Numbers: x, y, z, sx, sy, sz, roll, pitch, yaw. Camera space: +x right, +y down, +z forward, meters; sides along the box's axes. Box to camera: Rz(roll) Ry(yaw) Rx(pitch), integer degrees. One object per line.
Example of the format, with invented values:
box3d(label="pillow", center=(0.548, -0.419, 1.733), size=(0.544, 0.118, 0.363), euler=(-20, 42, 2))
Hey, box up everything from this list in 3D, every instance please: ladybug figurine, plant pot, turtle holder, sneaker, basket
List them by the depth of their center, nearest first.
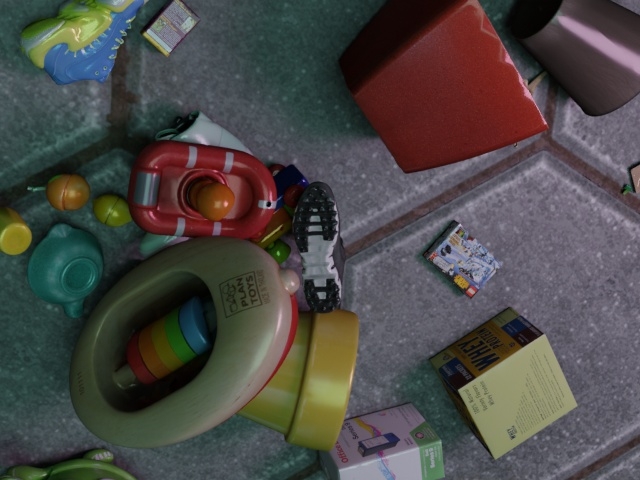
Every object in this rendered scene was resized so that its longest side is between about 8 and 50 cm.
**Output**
box3d(label="sneaker", center=(-0.339, -0.326, 1.379), size=(0.240, 0.091, 0.126), euler=(-30, 133, -6))
box3d(label="ladybug figurine", center=(-0.203, 0.164, 1.401), size=(0.450, 0.305, 0.162), euler=(-27, 152, 25))
box3d(label="plant pot", center=(0.181, -0.266, 1.465), size=(0.236, 0.267, 0.267), euler=(-32, 116, 11))
box3d(label="sneaker", center=(-0.247, -0.098, 1.468), size=(0.256, 0.094, 0.151), euler=(-51, 121, -6))
box3d(label="sneaker", center=(0.000, 0.000, 1.511), size=(0.078, 0.106, 0.234), euler=(-1, 115, 8))
box3d(label="turtle holder", center=(-0.420, 0.503, 1.554), size=(0.244, 0.227, 0.320), euler=(-18, 113, -10))
box3d(label="basket", center=(0.461, -0.352, 1.555), size=(0.227, 0.154, 0.204), euler=(28, 128, -26))
box3d(label="plant pot", center=(-0.075, 0.228, 1.568), size=(0.239, 0.254, 0.253), euler=(11, 105, -5))

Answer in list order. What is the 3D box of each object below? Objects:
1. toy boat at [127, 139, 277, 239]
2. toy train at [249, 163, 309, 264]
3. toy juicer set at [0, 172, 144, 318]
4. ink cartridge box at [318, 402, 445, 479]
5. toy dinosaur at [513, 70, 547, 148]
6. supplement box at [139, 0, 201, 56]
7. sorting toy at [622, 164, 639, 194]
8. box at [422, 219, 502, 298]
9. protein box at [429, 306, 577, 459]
box3d(label="toy boat", center=(-0.174, -0.068, 1.372), size=(0.231, 0.151, 0.150), euler=(5, 102, -26))
box3d(label="toy train", center=(-0.107, -0.007, 1.550), size=(0.248, 0.105, 0.143), euler=(-38, 128, -2))
box3d(label="toy juicer set", center=(-0.394, 0.021, 1.482), size=(0.209, 0.090, 0.329), euler=(-46, 132, -17))
box3d(label="ink cartridge box", center=(0.113, 0.414, 1.729), size=(0.213, 0.154, 0.093), euler=(-13, 112, -12))
box3d(label="toy dinosaur", center=(0.373, -0.265, 1.638), size=(0.093, 0.053, 0.183), euler=(30, 85, -42))
box3d(label="supplement box", center=(-0.240, -0.343, 1.413), size=(0.083, 0.043, 0.055), euler=(-46, 115, 3))
box3d(label="sorting toy", center=(0.640, -0.125, 1.781), size=(0.083, 0.012, 0.062), euler=(-28, 119, -10))
box3d(label="box", center=(0.275, 0.038, 1.717), size=(0.137, 0.027, 0.094), euler=(41, 92, -25))
box3d(label="protein box", center=(0.365, 0.284, 1.772), size=(0.201, 0.136, 0.199), euler=(-32, 116, -5))
